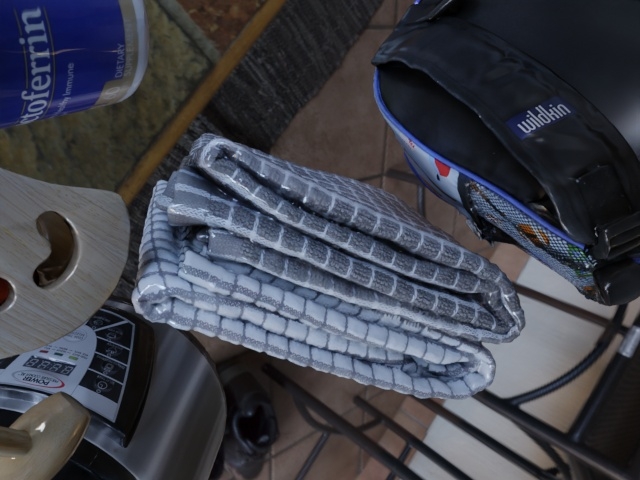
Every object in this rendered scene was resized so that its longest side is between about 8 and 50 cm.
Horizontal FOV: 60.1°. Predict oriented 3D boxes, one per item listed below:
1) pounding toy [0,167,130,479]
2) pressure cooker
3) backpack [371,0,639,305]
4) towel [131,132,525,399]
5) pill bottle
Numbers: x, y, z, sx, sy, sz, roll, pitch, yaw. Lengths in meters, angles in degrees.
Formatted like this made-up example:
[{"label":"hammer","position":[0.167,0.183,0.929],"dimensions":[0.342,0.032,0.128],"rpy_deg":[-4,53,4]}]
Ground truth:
[{"label":"pounding toy","position":[-0.178,-0.002,0.272],"dimensions":[0.154,0.155,0.269],"rpy_deg":[-46,122,-28]},{"label":"pressure cooker","position":[-0.326,0.307,0.680],"dimensions":[0.370,0.420,0.375],"rpy_deg":[-33,105,18]},{"label":"backpack","position":[0.184,-0.111,0.420],"dimensions":[0.276,0.263,0.213],"rpy_deg":[-47,153,-6]},{"label":"towel","position":[0.000,0.000,0.471],"dimensions":[0.284,0.235,0.121],"rpy_deg":[21,104,-17]},{"label":"pill bottle","position":[-0.277,-0.155,0.408],"dimensions":[0.265,0.153,0.153],"rpy_deg":[-32,129,-45]}]
